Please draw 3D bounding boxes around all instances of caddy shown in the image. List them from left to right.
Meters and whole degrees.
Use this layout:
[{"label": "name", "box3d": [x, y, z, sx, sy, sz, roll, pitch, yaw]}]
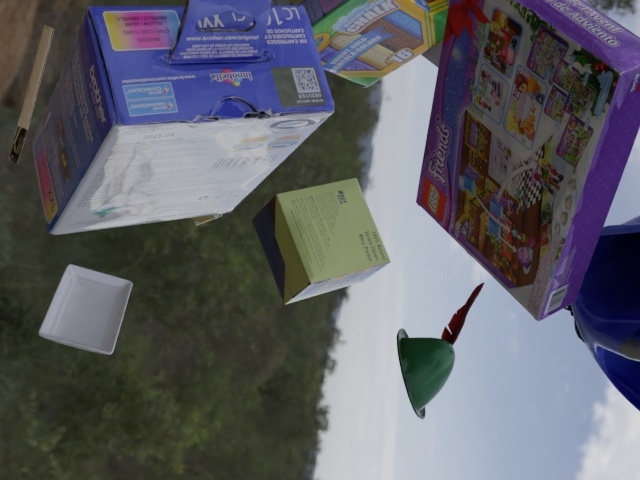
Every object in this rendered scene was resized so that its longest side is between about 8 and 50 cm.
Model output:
[{"label": "caddy", "box3d": [0.392, 0.079, 0.922, 0.241, 0.179, 0.341, 67, -20, -4]}]

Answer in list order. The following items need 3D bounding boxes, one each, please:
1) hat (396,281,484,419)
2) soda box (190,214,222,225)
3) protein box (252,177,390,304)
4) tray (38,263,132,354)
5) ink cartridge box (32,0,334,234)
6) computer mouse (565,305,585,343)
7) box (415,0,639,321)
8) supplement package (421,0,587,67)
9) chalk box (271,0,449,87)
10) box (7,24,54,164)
[{"label": "hat", "box3d": [0.256, 0.227, 1.772, 0.173, 0.183, 0.209, -70, 143, -68]}, {"label": "soda box", "box3d": [-0.236, -0.114, 1.612, 0.061, 0.058, 0.181, -92, 159, -47]}, {"label": "protein box", "box3d": [0.000, 0.000, 1.913, 0.136, 0.201, 0.200, -40, -112, 56]}, {"label": "tray", "box3d": [-0.473, 0.143, 1.866, 0.270, 0.145, 0.030, -93, -158, -61]}, {"label": "ink cartridge box", "box3d": [-0.168, -0.152, 1.103, 0.395, 0.269, 0.151, -34, -111, 57]}, {"label": "computer mouse", "box3d": [0.586, 0.118, 1.751, 0.272, 0.188, 0.072, -5, -145, 52]}, {"label": "box", "box3d": [0.186, -0.093, 0.857, 0.201, 0.057, 0.293, 48, -31, 35]}, {"label": "supplement package", "box3d": [0.301, -0.335, 1.456, 0.293, 0.175, 0.178, -3, 130, -51]}, {"label": "chalk box", "box3d": [0.027, -0.358, 1.276, 0.289, 0.179, 0.180, 9, 58, -55]}, {"label": "box", "box3d": [-0.509, -0.253, 1.613, 0.164, 0.021, 0.201, 143, -42, -61]}]
